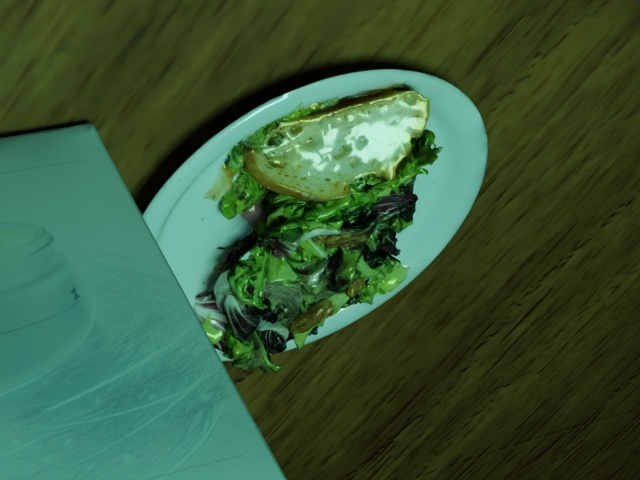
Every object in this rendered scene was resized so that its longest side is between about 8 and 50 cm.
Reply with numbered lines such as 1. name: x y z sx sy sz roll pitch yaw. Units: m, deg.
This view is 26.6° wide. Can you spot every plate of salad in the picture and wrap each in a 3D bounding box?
1. plate of salad: 0.000 0.000 0.665 0.200 0.048 0.199 -22 145 -16

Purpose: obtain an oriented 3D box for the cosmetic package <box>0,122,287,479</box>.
1. cosmetic package: -0.155 0.090 0.498 0.224 0.224 0.138 -13 139 -27

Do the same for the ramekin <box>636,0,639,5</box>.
1. ramekin: 0.250 -0.117 0.584 0.207 0.207 0.109 1 125 -39
